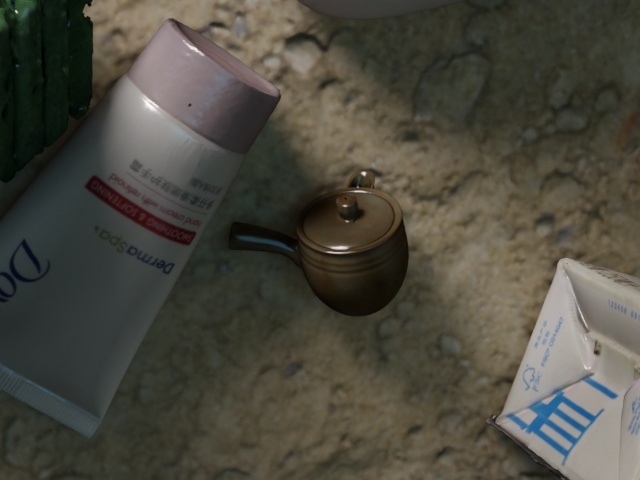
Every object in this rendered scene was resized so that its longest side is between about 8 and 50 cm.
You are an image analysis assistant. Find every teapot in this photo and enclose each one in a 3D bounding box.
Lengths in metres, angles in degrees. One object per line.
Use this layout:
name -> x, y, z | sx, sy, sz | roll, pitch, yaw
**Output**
teapot -> 0.000, 0.000, 1.076 | 0.110, 0.085, 0.080 | -2, 128, 10

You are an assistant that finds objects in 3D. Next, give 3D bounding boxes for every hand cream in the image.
hand cream -> -0.128, -0.010, 1.018 | 0.133, 0.083, 0.248 | 30, 100, -19

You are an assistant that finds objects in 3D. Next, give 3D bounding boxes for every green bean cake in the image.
green bean cake -> -0.243, -0.104, 0.927 | 0.208, 0.193, 0.107 | 12, 123, 12

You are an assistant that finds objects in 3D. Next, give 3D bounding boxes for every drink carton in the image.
drink carton -> 0.298, 0.129, 1.121 | 0.324, 0.194, 0.132 | 19, 96, -22

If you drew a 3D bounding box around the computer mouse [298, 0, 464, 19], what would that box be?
computer mouse -> 0.099, -0.233, 1.020 | 0.296, 0.121, 0.184 | -11, 103, -15
